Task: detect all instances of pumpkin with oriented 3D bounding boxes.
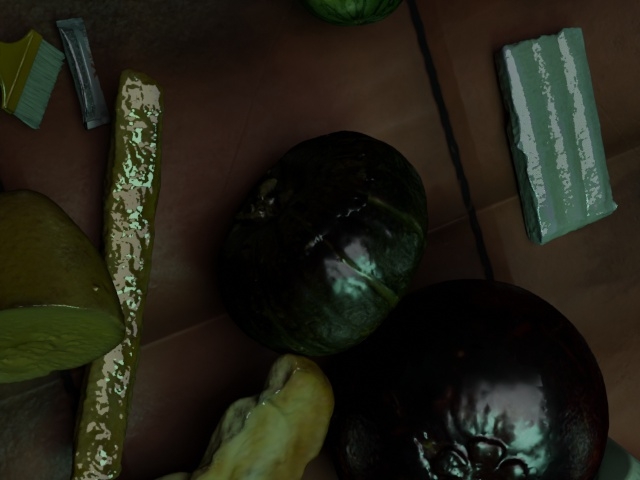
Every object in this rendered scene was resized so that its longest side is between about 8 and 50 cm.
[{"bbox_3d":[-0.003,0.000,1.244,0.159,0.238,0.238,31,80,-27],"label":"pumpkin"}]

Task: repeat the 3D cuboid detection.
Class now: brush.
[{"bbox_3d":[-0.305,-0.177,1.143,0.205,0.011,0.083,37,68,-59],"label":"brush"}]

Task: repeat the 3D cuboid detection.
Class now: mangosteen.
[{"bbox_3d":[0.150,0.175,1.316,0.297,0.293,0.297,-2,130,-3],"label":"mangosteen"}]

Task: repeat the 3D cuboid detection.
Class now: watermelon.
[{"bbox_3d":[0.029,-0.315,1.289,0.140,0.140,0.187,-6,92,-25],"label":"watermelon"}]

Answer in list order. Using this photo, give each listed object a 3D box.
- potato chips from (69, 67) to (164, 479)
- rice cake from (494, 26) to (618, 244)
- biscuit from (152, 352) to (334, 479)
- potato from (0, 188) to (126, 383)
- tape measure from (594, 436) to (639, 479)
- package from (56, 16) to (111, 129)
[{"bbox_3d":[-0.197,0.037,1.241,0.057,0.080,0.407,7,92,-9],"label":"potato chips"},{"bbox_3d":[0.273,-0.123,1.470,0.127,0.043,0.237,-18,100,-22],"label":"rice cake"},{"bbox_3d":[-0.094,0.240,1.261,0.299,0.045,0.154,-42,135,5],"label":"biscuit"},{"bbox_3d":[-0.279,0.030,1.154,0.178,0.203,0.158,7,66,-31],"label":"potato"},{"bbox_3d":[0.270,0.301,1.417,0.115,0.235,0.207,41,90,-21],"label":"tape measure"},{"bbox_3d":[-0.233,-0.166,1.239,0.037,0.015,0.110,-27,107,-52],"label":"package"}]
